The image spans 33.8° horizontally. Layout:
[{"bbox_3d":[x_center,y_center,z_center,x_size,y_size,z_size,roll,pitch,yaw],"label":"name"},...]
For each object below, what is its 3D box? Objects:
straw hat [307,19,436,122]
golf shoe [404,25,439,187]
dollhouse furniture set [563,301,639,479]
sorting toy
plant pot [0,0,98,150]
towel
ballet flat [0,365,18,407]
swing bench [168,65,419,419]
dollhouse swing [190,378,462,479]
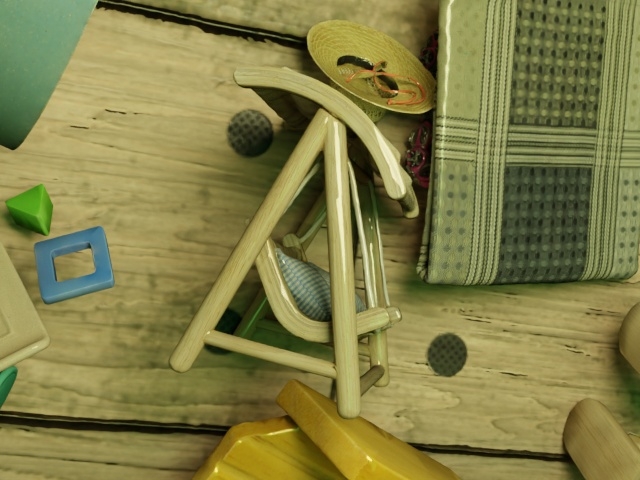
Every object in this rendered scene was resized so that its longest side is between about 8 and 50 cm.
[{"bbox_3d":[0.041,-0.151,1.046,0.145,0.144,0.061,13,132,-18],"label":"straw hat"},{"bbox_3d":[0.139,-0.139,1.090,0.086,0.067,0.186,13,86,-49],"label":"golf shoe"},{"bbox_3d":[0.504,0.124,1.177,0.362,0.256,0.394,18,109,-18],"label":"dollhouse furniture set"},{"bbox_3d":[-0.345,0.070,0.902,0.348,0.196,0.047,-27,146,-14],"label":"sorting toy"},{"bbox_3d":[-0.274,-0.240,0.814,0.195,0.290,0.290,23,87,-23],"label":"plant pot"},{"bbox_3d":[0.226,-0.116,1.082,0.312,0.056,0.324,-1,98,-34],"label":"towel"},{"bbox_3d":[-0.393,0.232,0.921,0.124,0.116,0.342,24,85,0],"label":"ballet flat"},{"bbox_3d":[0.000,0.000,0.925,0.165,0.253,0.254,14,91,9],"label":"swing bench"},{"bbox_3d":[0.020,0.382,0.910,0.315,0.305,0.347,34,96,-28],"label":"dollhouse swing"}]
